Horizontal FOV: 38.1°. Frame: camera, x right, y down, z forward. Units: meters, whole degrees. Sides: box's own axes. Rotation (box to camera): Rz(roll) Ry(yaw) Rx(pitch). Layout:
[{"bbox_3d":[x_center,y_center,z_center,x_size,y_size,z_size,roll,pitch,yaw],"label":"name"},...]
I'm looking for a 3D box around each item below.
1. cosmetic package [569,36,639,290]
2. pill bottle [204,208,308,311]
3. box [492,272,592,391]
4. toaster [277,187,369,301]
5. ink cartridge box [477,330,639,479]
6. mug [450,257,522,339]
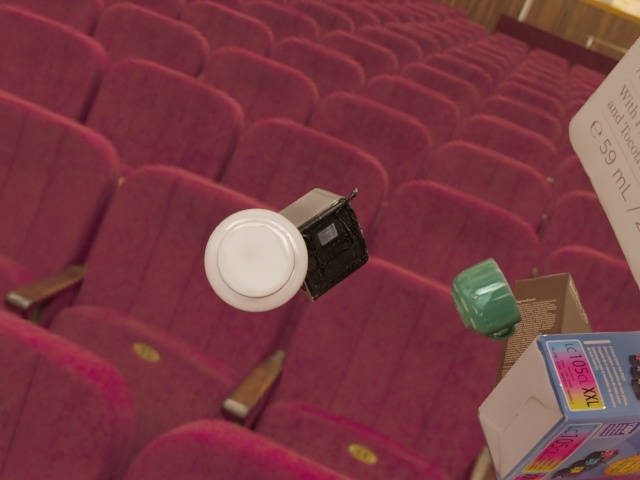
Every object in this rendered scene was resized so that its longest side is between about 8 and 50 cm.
[{"bbox_3d":[0.498,-0.094,0.811,0.327,0.394,0.329,1,55,-23],"label":"cosmetic package"},{"bbox_3d":[-0.075,0.025,1.092,0.117,0.117,0.215,22,-4,-2],"label":"pill bottle"},{"bbox_3d":[0.490,0.270,2.021,0.143,0.191,0.381,-12,35,29],"label":"box"},{"bbox_3d":[0.000,0.000,1.848,0.185,0.168,0.110,-35,35,-20],"label":"toaster"},{"bbox_3d":[0.491,0.266,1.481,0.395,0.270,0.151,-2,56,-16],"label":"ink cartridge box"},{"bbox_3d":[0.305,0.122,1.715,0.129,0.097,0.158,-25,90,-88],"label":"mug"}]
